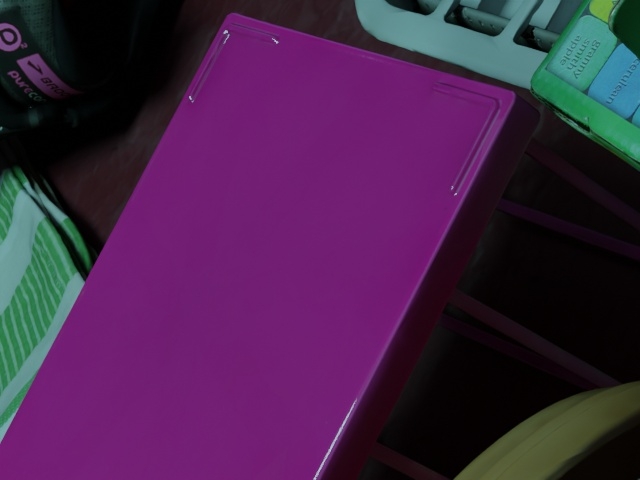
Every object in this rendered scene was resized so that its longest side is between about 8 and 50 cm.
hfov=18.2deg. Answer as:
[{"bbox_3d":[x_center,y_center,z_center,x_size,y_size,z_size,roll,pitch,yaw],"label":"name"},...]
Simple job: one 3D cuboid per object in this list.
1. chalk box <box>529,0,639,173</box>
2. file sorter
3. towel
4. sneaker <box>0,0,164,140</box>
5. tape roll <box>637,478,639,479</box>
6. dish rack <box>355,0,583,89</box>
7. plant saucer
[{"bbox_3d":[0.181,-0.063,0.759,0.132,0.213,0.132,-54,37,6],"label":"chalk box"},{"bbox_3d":[0.009,0.083,0.877,0.202,0.182,0.291,23,84,51],"label":"file sorter"},{"bbox_3d":[-0.248,0.058,1.305,0.248,0.038,0.325,-53,38,8],"label":"towel"},{"bbox_3d":[-0.238,-0.136,1.270,0.483,0.185,0.202,-47,39,0],"label":"sneaker"},{"bbox_3d":[0.159,0.210,0.632,0.246,0.169,0.246,-29,45,34],"label":"tape roll"},{"bbox_3d":[0.183,-0.210,0.977,0.285,0.072,0.333,26,85,54],"label":"dish rack"},{"bbox_3d":[0.080,0.129,0.752,0.037,0.200,0.200,40,97,32],"label":"plant saucer"}]
